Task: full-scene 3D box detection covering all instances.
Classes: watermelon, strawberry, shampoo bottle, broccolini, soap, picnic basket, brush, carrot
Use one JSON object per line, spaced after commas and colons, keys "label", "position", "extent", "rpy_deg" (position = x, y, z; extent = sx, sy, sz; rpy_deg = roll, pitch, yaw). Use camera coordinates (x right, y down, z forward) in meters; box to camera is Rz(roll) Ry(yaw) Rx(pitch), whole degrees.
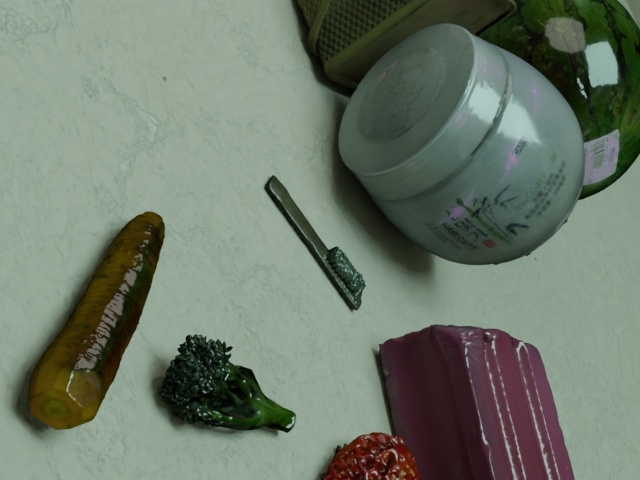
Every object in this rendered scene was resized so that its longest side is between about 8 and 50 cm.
{"label": "watermelon", "position": [0.328, -0.230, 2.207], "extent": [0.363, 0.363, 0.363], "rpy_deg": [40, 35, -37]}
{"label": "strawberry", "position": [0.060, 0.276, 1.577], "extent": [0.121, 0.082, 0.188], "rpy_deg": [61, 24, -10]}
{"label": "shampoo bottle", "position": [0.184, -0.120, 1.926], "extent": [0.266, 0.273, 0.273], "rpy_deg": [35, 38, -34]}
{"label": "broccolini", "position": [-0.092, 0.157, 1.468], "extent": [0.202, 0.068, 0.091], "rpy_deg": [49, 40, -56]}
{"label": "soap", "position": [0.206, 0.283, 1.767], "extent": [0.233, 0.128, 0.359], "rpy_deg": [26, 45, -51]}
{"label": "picnic basket", "position": [0.113, -0.321, 1.994], "extent": [0.165, 0.266, 0.139], "rpy_deg": [14, 49, -52]}
{"label": "brush", "position": [0.000, 0.000, 1.769], "extent": [0.190, 0.027, 0.034], "rpy_deg": [54, 27, -14]}
{"label": "carrot", "position": [-0.194, 0.060, 1.357], "extent": [0.066, 0.066, 0.314], "rpy_deg": [51, 26, -21]}
